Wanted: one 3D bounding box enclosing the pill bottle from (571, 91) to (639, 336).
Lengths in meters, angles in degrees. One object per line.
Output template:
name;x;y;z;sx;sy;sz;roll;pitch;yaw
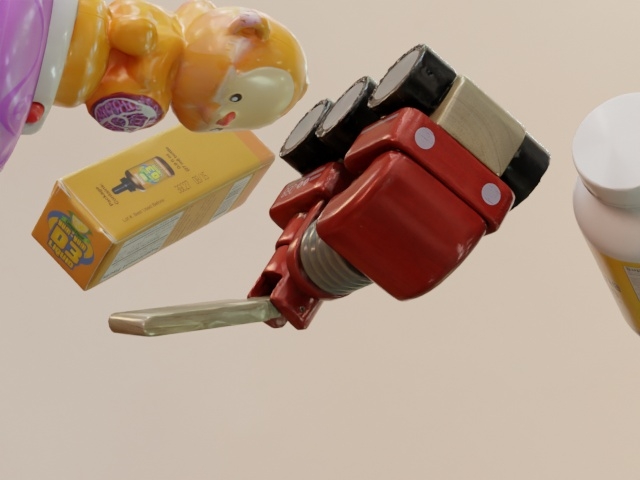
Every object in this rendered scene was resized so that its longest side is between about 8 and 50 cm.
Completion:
pill bottle;0.223;-0.013;1.089;0.184;0.103;0.103;55;12;-49

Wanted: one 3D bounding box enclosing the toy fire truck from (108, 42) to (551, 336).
toy fire truck;0.000;0.000;1.127;0.158;0.246;0.217;39;-25;-15

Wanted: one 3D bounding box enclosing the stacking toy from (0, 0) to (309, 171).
stacking toy;-0.146;-0.080;0.579;0.175;0.302;0.165;125;-30;-50

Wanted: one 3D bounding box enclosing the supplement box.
supplement box;-0.145;-0.042;1.489;0.078;0.080;0.233;47;39;11
